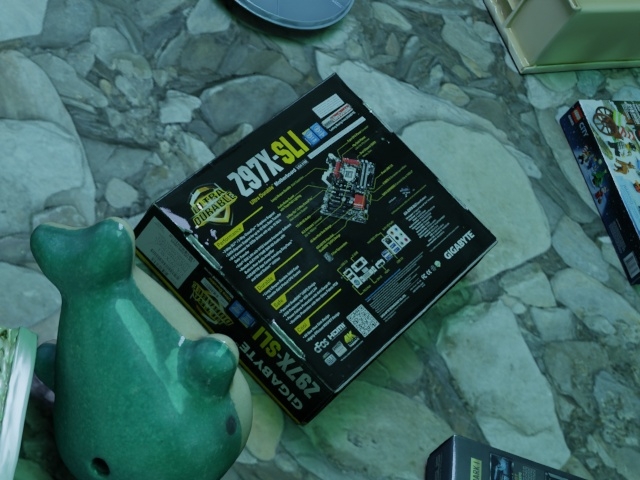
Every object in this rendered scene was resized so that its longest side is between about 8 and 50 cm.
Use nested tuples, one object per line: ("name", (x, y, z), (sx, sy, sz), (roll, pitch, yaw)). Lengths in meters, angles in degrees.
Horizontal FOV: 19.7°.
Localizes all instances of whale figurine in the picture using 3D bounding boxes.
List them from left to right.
("whale figurine", (-0.172, 0.113, 1.573), (0.141, 0.216, 0.272), (-52, 130, -46))

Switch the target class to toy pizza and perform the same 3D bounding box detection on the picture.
("toy pizza", (-0.052, -0.317, 2.100), (0.201, 0.032, 0.201), (16, 52, -21))

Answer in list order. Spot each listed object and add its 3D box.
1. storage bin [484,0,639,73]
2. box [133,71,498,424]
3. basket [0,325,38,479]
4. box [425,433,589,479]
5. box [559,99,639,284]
("storage bin", (0.325, -0.354, 2.306), (0.262, 0.123, 0.260), (-7, 62, -35))
("box", (0.000, 0.000, 1.877), (0.257, 0.079, 0.322), (45, 46, 5))
("basket", (-0.310, 0.155, 1.546), (0.103, 0.113, 0.167), (18, 50, -16))
("box", (0.188, 0.321, 1.777), (0.183, 0.059, 0.233), (20, 51, -19))
("box", (0.397, -0.061, 2.193), (0.159, 0.044, 0.233), (-3, 60, -33))
